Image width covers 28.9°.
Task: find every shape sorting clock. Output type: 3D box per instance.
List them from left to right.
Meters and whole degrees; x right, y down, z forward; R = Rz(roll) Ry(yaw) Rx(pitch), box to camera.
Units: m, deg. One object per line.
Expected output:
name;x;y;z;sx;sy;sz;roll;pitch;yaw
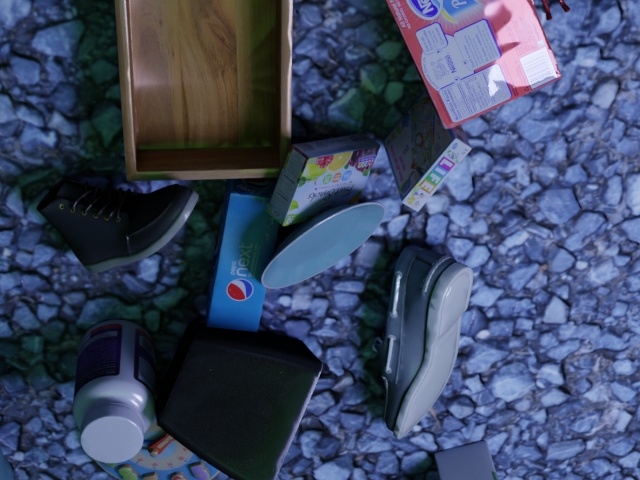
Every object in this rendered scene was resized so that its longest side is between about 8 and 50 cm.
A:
shape sorting clock;-0.236;0.294;1.784;0.206;0.040;0.206;3;126;5

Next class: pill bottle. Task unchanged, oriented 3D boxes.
pill bottle;-0.273;0.201;1.647;0.108;0.193;0.108;-3;122;-5

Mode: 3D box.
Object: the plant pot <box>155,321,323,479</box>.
plant pot;-0.121;0.205;1.653;0.167;0.187;0.188;22;91;-11

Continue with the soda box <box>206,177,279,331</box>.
soda box;-0.101;0.015;1.626;0.071;0.067;0.210;6;121;-11

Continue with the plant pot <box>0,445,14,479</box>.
plant pot;-0.544;0.293;1.644;0.271;0.272;0.255;-19;136;5

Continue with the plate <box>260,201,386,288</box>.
plate;0.000;0.000;1.601;0.188;0.024;0.188;-29;162;-10

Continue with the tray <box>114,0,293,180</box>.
tray;-0.135;-0.267;1.442;0.202;0.076;0.411;-2;123;-6

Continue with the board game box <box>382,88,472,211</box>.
board game box;0.128;-0.117;1.520;0.026;0.154;0.103;29;115;-23

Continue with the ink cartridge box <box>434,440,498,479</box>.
ink cartridge box;0.243;0.436;1.884;0.086;0.153;0.208;-14;122;3

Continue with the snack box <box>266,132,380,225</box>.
snack box;0.005;-0.077;1.553;0.141;0.037;0.100;-14;136;-47

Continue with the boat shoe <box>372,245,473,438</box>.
boat shoe;0.130;0.142;1.739;0.099;0.116;0.319;31;132;24

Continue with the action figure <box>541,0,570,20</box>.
action figure;0.267;-0.320;1.486;0.038;0.030;0.115;-22;120;13

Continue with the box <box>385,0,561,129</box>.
box;0.143;-0.301;1.413;0.154;0.142;0.300;-25;121;9

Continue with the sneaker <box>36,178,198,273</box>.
sneaker;-0.257;-0.036;1.531;0.222;0.083;0.118;-24;121;38
